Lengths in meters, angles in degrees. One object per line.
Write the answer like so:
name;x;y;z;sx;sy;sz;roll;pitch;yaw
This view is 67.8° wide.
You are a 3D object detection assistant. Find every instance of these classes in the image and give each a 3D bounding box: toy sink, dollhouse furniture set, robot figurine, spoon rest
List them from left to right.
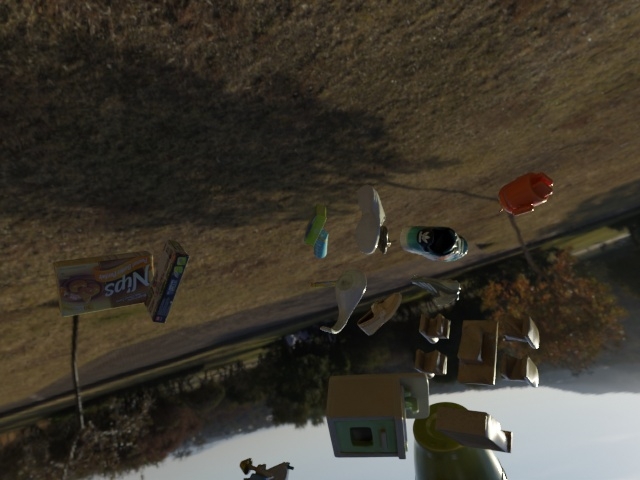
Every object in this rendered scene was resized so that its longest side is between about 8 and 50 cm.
dollhouse furniture set;-0.193;0.763;1.390;0.198;0.302;0.286;3;171;23
spoon rest;0.090;0.237;1.844;0.137;0.276;0.084;9;154;40
toy sink;0.141;0.414;1.117;0.235;0.131;0.152;-4;122;8
dollhouse furniture set;0.529;0.466;1.590;0.363;0.393;0.256;-6;146;35
robot figurine;0.786;-0.180;1.845;0.128;0.157;0.219;-9;167;-33

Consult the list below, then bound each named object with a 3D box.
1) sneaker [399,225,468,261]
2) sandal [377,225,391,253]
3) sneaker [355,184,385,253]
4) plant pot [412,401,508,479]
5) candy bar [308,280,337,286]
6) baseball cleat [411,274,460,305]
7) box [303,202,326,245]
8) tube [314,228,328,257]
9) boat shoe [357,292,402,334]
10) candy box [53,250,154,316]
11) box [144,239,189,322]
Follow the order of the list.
sneaker;0.389;0.015;1.492;0.302;0.107;0.121;7;178;-40
sandal;0.288;-0.002;2.113;0.049;0.072;0.180;-18;143;-14
sneaker;0.159;-0.056;1.409;0.080;0.212;0.094;-11;157;35
plant pot;0.515;0.838;1.853;0.367;0.352;0.366;-16;-155;8
candy bar;0.024;0.197;2.179;0.162;0.040;0.018;-2;116;-24
baseball cleat;0.426;0.188;1.799;0.072;0.109;0.206;7;177;-41
box;-0.018;-0.054;1.631;0.043;0.108;0.178;23;-163;-6
tube;0.000;0.000;1.896;0.052;0.080;0.207;-50;161;-24
boat shoe;0.175;0.214;1.428;0.170;0.059;0.063;-51;-168;21
candy box;-0.770;0.150;1.716;0.317;0.182;0.088;-8;-164;-34
box;-0.433;0.114;1.333;0.036;0.206;0.114;15;-168;-37
